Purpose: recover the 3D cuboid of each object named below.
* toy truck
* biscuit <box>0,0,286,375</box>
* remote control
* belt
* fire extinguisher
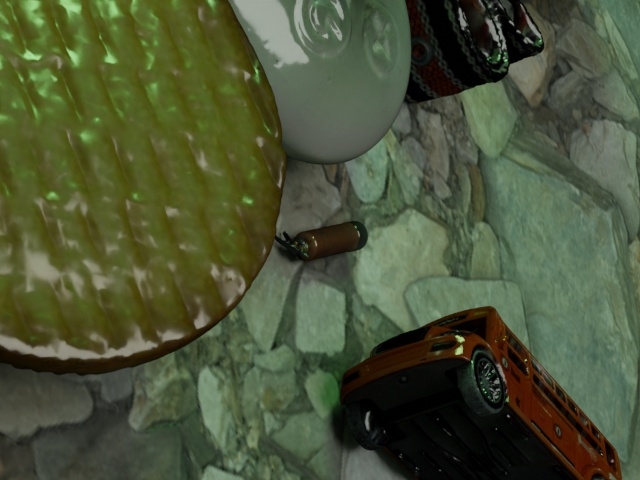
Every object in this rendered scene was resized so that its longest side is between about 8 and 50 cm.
[{"bbox_3d":[0.120,0.135,1.434,0.252,0.107,0.114,47,35,-35],"label":"toy truck"},{"bbox_3d":[-0.159,-0.073,1.124,0.318,0.040,0.318,15,61,-28],"label":"biscuit"},{"bbox_3d":[-0.043,-0.203,1.352,0.332,0.103,0.221,56,37,-21],"label":"remote control"},{"bbox_3d":[0.043,-0.265,1.497,0.359,0.094,0.126,56,41,-22],"label":"belt"},{"bbox_3d":[0.000,0.000,1.400,0.028,0.022,0.083,42,29,23],"label":"fire extinguisher"}]
